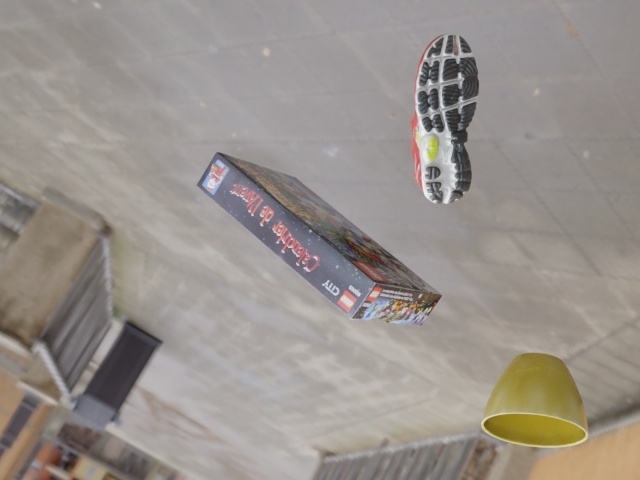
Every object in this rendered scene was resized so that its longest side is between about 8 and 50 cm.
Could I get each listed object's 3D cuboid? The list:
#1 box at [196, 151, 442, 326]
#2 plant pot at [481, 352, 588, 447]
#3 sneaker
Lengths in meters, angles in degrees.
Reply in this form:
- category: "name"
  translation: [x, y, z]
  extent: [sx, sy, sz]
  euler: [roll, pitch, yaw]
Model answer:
- category: "box"
  translation: [0.000, 0.000, 1.023]
  extent: [0.233, 0.044, 0.159]
  euler: [40, -167, 28]
- category: "plant pot"
  translation: [0.281, 0.202, 1.281]
  extent: [0.134, 0.095, 0.134]
  euler: [9, 153, 5]
- category: "sneaker"
  translation: [0.180, -0.198, 1.586]
  extent: [0.107, 0.279, 0.118]
  euler: [-6, -155, -17]
